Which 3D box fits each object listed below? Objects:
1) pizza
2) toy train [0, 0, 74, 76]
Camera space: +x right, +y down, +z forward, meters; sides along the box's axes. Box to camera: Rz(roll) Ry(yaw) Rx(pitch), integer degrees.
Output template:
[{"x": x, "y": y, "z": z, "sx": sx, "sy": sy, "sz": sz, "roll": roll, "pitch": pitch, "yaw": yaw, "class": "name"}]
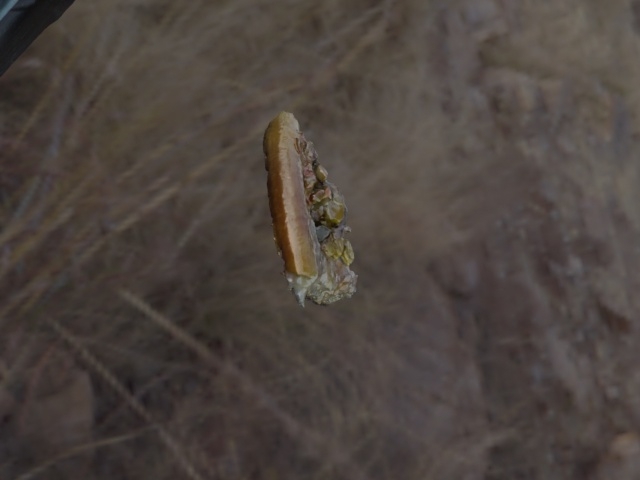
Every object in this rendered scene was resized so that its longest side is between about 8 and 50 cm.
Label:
[{"x": 0.000, "y": 0.000, "z": 1.381, "sx": 0.195, "sy": 0.052, "sz": 0.185, "roll": 63, "pitch": 18, "yaw": -55, "class": "pizza"}, {"x": -0.227, "y": -0.196, "z": 1.172, "sx": 0.089, "sy": 0.409, "sz": 0.086, "roll": 40, "pitch": -3, "yaw": 17, "class": "toy train"}]
